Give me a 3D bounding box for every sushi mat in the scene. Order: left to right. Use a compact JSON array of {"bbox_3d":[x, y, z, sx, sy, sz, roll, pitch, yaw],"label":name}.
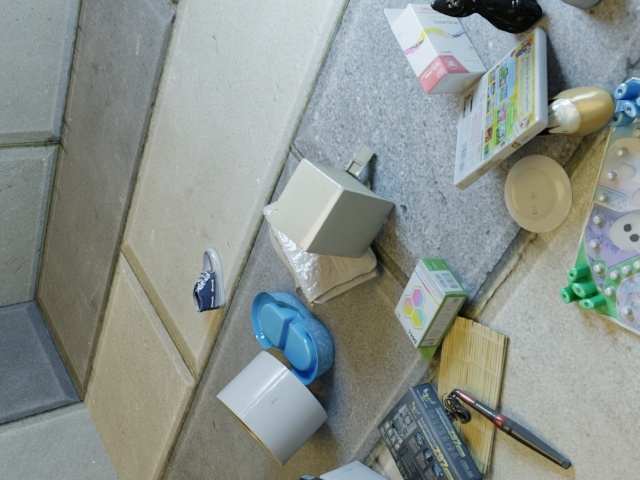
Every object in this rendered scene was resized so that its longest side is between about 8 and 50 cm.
[{"bbox_3d":[0.302,0.311,1.490,0.151,0.019,0.317,23,115,48],"label":"sushi mat"}]

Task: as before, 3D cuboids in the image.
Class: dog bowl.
[{"bbox_3d":[-0.072,0.246,1.905,0.297,0.074,0.166,40,128,38],"label":"dog bowl"}]

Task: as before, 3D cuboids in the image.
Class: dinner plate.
[{"bbox_3d":[0.383,-0.082,1.296,0.141,0.017,0.141,19,115,49],"label":"dinner plate"}]

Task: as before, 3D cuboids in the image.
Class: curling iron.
[{"bbox_3d":[0.355,0.365,1.407,0.274,0.035,0.068,21,118,35],"label":"curling iron"}]

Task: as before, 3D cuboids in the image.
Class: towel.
[{"bbox_3d":[0.000,0.000,1.671,0.282,0.187,0.049,60,172,21],"label":"towel"}]

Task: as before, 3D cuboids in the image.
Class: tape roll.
[{"bbox_3d":[-0.123,0.426,1.852,0.246,0.169,0.246,41,161,17],"label":"tape roll"}]

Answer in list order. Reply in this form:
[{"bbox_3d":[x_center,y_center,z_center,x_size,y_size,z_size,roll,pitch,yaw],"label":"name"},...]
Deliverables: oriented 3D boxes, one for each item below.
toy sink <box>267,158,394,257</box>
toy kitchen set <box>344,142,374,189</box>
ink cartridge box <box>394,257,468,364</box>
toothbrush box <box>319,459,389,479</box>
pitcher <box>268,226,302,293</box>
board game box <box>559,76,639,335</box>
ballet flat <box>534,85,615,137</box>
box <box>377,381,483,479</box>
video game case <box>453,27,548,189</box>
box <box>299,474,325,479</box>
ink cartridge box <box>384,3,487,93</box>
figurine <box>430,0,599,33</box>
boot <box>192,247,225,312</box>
[{"bbox_3d":[0.025,-0.065,1.540,0.131,0.234,0.153,40,107,28],"label":"toy sink"},{"bbox_3d":[0.098,-0.161,1.633,0.068,0.075,0.083,33,171,0],"label":"toy kitchen set"},{"bbox_3d":[0.215,0.150,1.507,0.109,0.062,0.209,61,141,43],"label":"ink cartridge box"},{"bbox_3d":[0.109,0.719,1.746,0.216,0.126,0.296,14,110,51],"label":"toothbrush box"},{"bbox_3d":[-0.042,0.017,1.760,0.207,0.125,0.177,71,160,2],"label":"pitcher"},{"bbox_3d":[0.560,-0.005,1.062,0.390,0.050,0.390,31,121,44],"label":"board game box"},{"bbox_3d":[0.375,-0.196,1.187,0.232,0.073,0.080,-1,112,68],"label":"ballet flat"},{"bbox_3d":[0.227,0.450,1.551,0.233,0.059,0.183,61,143,30],"label":"box"},{"bbox_3d":[0.307,-0.224,1.245,0.206,0.026,0.227,-42,29,49],"label":"video game case"},{"bbox_3d":[0.002,0.655,1.748,0.116,0.029,0.162,-9,89,56],"label":"box"},{"bbox_3d":[0.212,-0.375,1.359,0.067,0.115,0.198,-44,65,48],"label":"ink cartridge box"},{"bbox_3d":[0.314,-0.398,1.147,0.214,0.209,0.093,-7,93,52],"label":"figurine"},{"bbox_3d":[-0.347,0.122,2.212,0.069,0.086,0.190,-10,91,52],"label":"boot"}]
